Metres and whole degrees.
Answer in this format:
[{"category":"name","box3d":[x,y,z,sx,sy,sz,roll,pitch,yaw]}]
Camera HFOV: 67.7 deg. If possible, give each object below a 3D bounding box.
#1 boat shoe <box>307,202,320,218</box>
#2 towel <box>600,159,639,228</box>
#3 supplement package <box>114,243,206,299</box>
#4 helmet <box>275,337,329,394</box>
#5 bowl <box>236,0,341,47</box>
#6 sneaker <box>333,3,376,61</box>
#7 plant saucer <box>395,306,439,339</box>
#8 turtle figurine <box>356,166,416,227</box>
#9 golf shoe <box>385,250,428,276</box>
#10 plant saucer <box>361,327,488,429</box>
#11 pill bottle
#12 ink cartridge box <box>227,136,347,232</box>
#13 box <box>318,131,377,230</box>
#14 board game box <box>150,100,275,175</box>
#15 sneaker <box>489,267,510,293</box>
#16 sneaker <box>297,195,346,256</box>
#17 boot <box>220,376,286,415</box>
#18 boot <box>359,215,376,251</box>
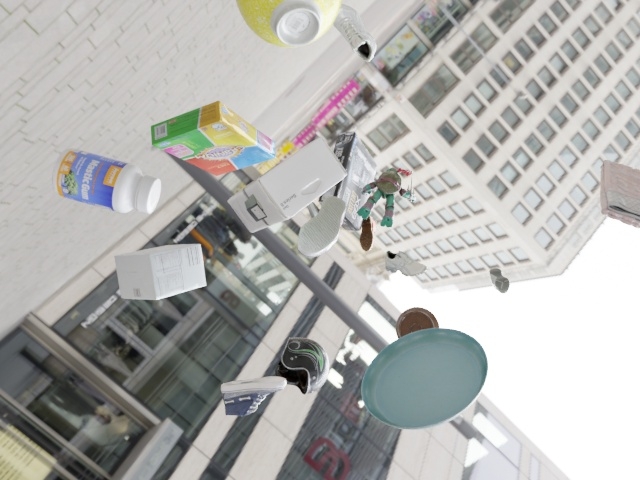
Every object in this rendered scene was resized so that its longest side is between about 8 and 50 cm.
[{"category":"boat shoe","box3d":[0.010,-0.099,2.264,0.070,0.219,0.078,-32,-173,-13]},{"category":"towel","box3d":[1.028,-0.114,1.455,0.317,0.332,0.053,-52,162,-45]},{"category":"supplement package","box3d":[-0.526,0.100,1.580,0.194,0.149,0.203,-2,-173,36]},{"category":"helmet","box3d":[-0.051,0.400,1.530,0.169,0.162,0.169,22,90,-89]},{"category":"bowl","box3d":[-0.071,-0.600,1.233,0.289,0.290,0.155,-37,-125,42]},{"category":"sneaker","box3d":[0.120,-0.728,1.678,0.090,0.232,0.115,-36,-147,28]},{"category":"plant saucer","box3d":[0.363,0.334,1.802,0.168,0.168,0.029,-43,158,12]},{"category":"turtle figurine","box3d":[0.209,-0.156,1.519,0.118,0.175,0.234,79,30,-48]},{"category":"golf shoe","box3d":[0.307,0.081,1.750,0.176,0.085,0.069,7,-148,42]},{"category":"plant saucer","box3d":[0.254,0.337,1.167,0.318,0.043,0.317,-23,-157,10]},{"category":"pill bottle","box3d":[-0.629,-0.169,1.427,0.152,0.272,0.152,-165,-90,-87]},{"category":"ink cartridge box","box3d":[-0.090,-0.130,1.181,0.198,0.114,0.273,-39,-169,-23]},{"category":"box","box3d":[0.113,-0.224,1.852,0.077,0.242,0.307,4,-113,32]},{"category":"board game box","box3d":[-0.319,-0.303,1.478,0.242,0.064,0.316,-13,165,22]},{"category":"sneaker","box3d":[0.665,0.161,1.765,0.054,0.061,0.152,-9,-157,9]},{"category":"sneaker","box3d":[0.001,0.000,1.443,0.282,0.102,0.161,-54,166,-51]},{"category":"boot","box3d":[-0.174,0.417,1.277,0.190,0.086,0.069,-11,177,20]},{"category":"boot","box3d":[0.201,-0.028,1.942,0.059,0.085,0.157,-5,-106,29]}]
